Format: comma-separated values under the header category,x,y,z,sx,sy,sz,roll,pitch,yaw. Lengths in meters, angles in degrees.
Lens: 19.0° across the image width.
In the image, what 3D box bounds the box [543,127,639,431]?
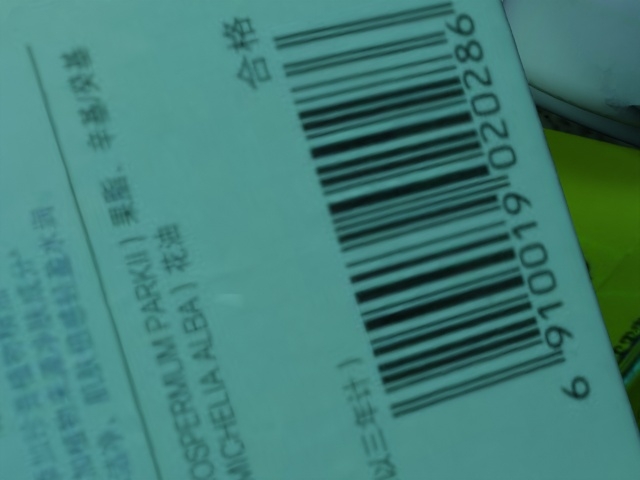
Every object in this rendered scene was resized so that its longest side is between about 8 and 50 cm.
category,x,y,z,sx,sy,sz,roll,pitch,yaw
box,-0.001,0.000,0.652,0.279,0.041,0.153,17,40,30

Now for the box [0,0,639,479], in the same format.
category,x,y,z,sx,sy,sz,roll,pitch,yaw
box,-0.032,0.076,0.460,0.203,0.116,0.274,-16,86,-28

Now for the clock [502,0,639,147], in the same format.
category,x,y,z,sx,sy,sz,roll,pitch,yaw
clock,0.166,-0.106,0.778,0.296,0.113,0.322,8,16,-23
